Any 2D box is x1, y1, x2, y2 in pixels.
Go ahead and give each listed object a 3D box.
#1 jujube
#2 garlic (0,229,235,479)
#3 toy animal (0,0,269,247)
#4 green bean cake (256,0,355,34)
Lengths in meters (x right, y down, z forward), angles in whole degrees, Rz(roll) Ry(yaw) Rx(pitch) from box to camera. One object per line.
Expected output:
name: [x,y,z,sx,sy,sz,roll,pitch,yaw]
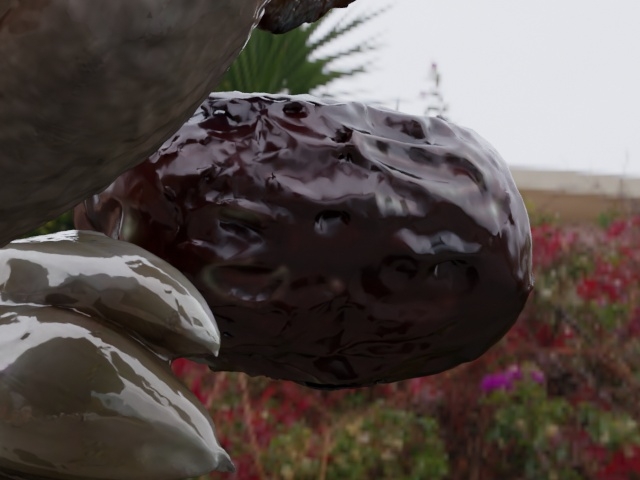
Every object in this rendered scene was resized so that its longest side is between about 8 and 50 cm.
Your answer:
jujube: [0.000,0.000,1.219,0.376,0.258,0.258,-3,-34,-37]
garlic: [-0.203,0.115,0.979,0.132,0.279,0.325,31,-5,-37]
toy animal: [-0.142,-0.118,0.796,0.358,0.226,0.188,-35,-82,26]
green bean cake: [-0.002,-0.272,1.160,0.097,0.232,0.199,26,-51,28]
